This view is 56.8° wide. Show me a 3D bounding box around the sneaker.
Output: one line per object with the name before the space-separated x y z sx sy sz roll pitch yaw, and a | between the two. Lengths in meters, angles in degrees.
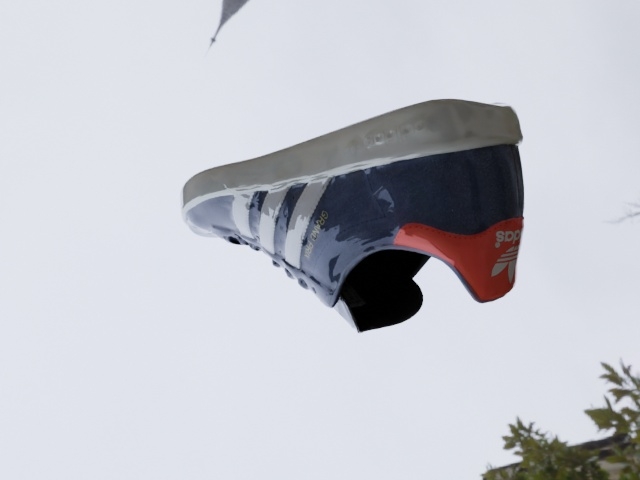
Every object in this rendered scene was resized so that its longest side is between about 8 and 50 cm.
sneaker | 0.000 0.000 0.479 0.131 0.350 0.148 -11 -88 -39
